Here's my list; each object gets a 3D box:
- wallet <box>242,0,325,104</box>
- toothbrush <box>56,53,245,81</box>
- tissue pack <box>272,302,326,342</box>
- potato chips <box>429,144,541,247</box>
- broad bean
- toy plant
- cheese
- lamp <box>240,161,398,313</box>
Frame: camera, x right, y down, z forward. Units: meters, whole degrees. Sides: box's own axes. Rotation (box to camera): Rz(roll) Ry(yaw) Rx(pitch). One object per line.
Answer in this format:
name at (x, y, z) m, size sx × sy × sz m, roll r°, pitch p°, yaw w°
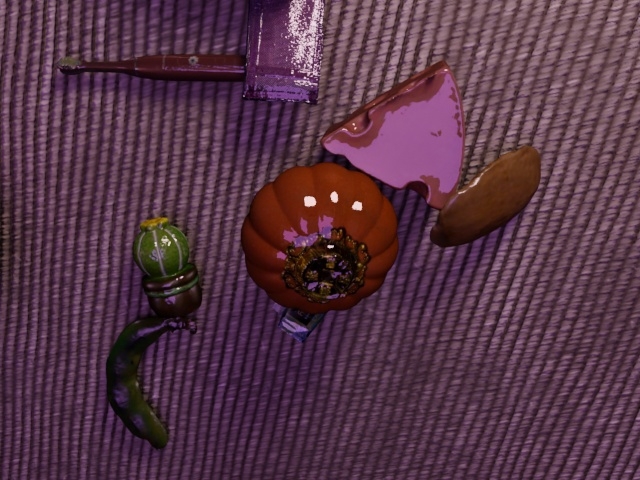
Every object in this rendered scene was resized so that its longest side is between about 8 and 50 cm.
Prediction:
wallet at (-0.052, -0.278, 0.899) m, size 0.111 × 0.030 × 0.165 m, roll 3°, pitch 89°, yaw 5°
toothbrush at (-0.216, -0.259, 0.947) m, size 0.364 × 0.041 × 0.040 m, roll 3°, pitch 110°, yaw 5°
tissue pack at (-0.022, 0.091, 1.028) m, size 0.079 × 0.085 × 0.111 m, roll 34°, pitch 111°, yaw -5°
potato chips at (0.246, -0.051, 0.912) m, size 0.202 × 0.049 × 0.150 m, roll -23°, pitch 139°, yaw -21°
broad bean at (-0.317, 0.249, 1.137) m, size 0.144 × 0.049 × 0.291 m, roll 17°, pitch 110°, yaw -1°
toy plant at (-0.252, 0.042, 1.034) m, size 0.093 × 0.093 × 0.162 m, roll -10°, pitch 106°, yaw 10°
cheese at (0.133, -0.128, 0.909) m, size 0.203 × 0.128 × 0.177 m, roll -30°, pitch 104°, yaw 14°
lamp at (0.000, 0.000, 0.883) m, size 0.224 × 0.196 × 0.223 m, roll -3°, pitch 121°, yaw -5°
